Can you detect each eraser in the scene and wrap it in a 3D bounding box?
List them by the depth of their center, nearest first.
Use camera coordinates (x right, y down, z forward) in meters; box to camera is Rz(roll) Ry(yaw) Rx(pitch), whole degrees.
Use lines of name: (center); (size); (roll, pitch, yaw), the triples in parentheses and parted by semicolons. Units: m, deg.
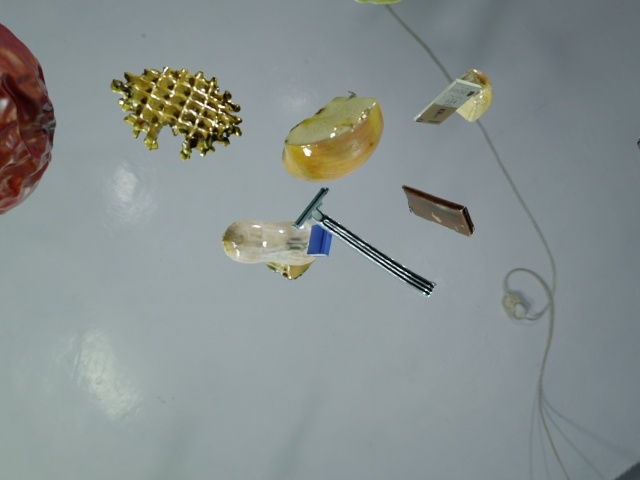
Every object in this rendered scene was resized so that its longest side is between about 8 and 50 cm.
eraser: (0.000, 0.000, 1.152); (0.027, 0.063, 0.085); (25, 70, -45)

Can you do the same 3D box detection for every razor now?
razor: (0.058, 0.011, 0.549); (0.191, 0.037, 0.068); (35, 82, 13)

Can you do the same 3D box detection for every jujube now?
jujube: (-0.426, -0.141, 0.495); (0.212, 0.213, 0.232); (17, 126, -3)

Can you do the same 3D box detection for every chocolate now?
chocolate: (-0.120, 0.007, 1.215); (0.309, 0.134, 0.134); (-1, 90, -26)

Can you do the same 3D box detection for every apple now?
apple: (0.038, -0.323, 1.435); (0.252, 0.314, 0.309); (41, 68, 4)

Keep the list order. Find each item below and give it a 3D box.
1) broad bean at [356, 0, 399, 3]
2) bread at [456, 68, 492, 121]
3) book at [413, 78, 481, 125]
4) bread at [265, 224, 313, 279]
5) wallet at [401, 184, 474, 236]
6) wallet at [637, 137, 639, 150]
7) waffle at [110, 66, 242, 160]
broad bean: (0.144, -0.656, 1.092); (0.174, 0.124, 0.082); (-15, 50, -9)
bread: (0.570, -0.545, 1.641); (0.106, 0.236, 0.140); (-43, 76, 6)
book: (0.425, -0.459, 1.470); (0.138, 0.198, 0.016); (-4, 67, -36)
bread: (-0.092, 0.002, 1.578); (0.252, 0.174, 0.133); (-48, 137, -23)
wallet: (0.261, -0.068, 0.974); (0.026, 0.176, 0.095); (-44, 129, -13)
wallet: (0.499, -0.109, 0.590); (0.031, 0.137, 0.255); (11, 48, 9)
waffle: (-0.280, -0.268, 0.888); (0.231, 0.051, 0.229); (-30, 75, -33)
